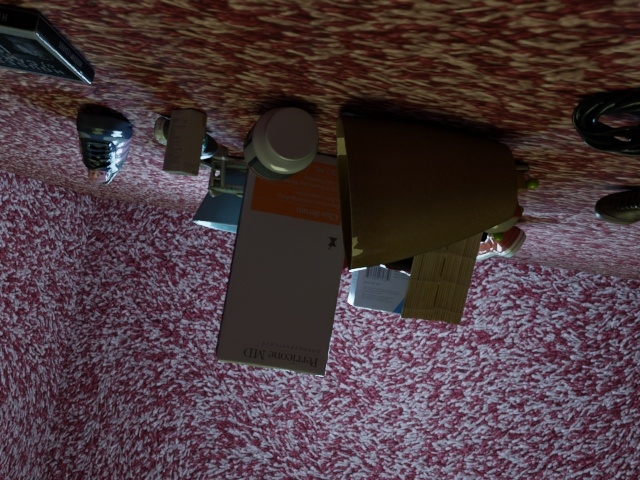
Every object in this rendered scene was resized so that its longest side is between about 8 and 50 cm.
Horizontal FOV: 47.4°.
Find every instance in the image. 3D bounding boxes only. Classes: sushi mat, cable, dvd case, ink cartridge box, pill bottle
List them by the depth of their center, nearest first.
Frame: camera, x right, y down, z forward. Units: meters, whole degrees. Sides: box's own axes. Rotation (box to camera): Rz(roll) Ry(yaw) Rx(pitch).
[{"bbox_3d":[0.385,-0.130,0.839,0.184,0.047,0.150,10,176,1],"label":"cable"},{"bbox_3d":[-0.430,-0.272,0.993,0.179,0.029,0.238,10,176,0],"label":"dvd case"},{"bbox_3d":[-0.061,-0.156,1.173,0.108,0.108,0.180,11,177,-13],"label":"pill bottle"},{"bbox_3d":[0.281,0.033,1.631,0.151,0.316,0.019,10,-171,-13],"label":"sushi mat"},{"bbox_3d":[0.212,0.040,1.970,0.223,0.307,0.129,10,179,-5],"label":"ink cartridge box"}]

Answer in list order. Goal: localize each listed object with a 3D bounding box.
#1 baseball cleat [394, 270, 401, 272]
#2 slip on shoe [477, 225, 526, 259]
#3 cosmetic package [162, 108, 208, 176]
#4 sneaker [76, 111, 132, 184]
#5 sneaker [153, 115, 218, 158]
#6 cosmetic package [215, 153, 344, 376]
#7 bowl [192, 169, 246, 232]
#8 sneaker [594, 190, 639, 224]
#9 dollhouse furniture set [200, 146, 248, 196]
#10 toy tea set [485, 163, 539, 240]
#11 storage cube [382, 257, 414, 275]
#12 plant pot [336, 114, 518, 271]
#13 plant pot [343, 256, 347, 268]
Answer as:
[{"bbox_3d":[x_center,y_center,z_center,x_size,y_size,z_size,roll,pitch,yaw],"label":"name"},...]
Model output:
[{"bbox_3d":[0.205,-0.024,1.866,0.109,0.206,0.072,-27,-160,-27],"label":"baseball cleat"},{"bbox_3d":[0.482,-0.013,2.098,0.101,0.123,0.331,37,176,-5],"label":"slip on shoe"},{"bbox_3d":[-0.244,-0.176,1.312,0.060,0.115,0.041,8,177,41],"label":"cosmetic package"},{"bbox_3d":[-0.461,-0.190,1.555,0.112,0.131,0.319,11,176,-8],"label":"sneaker"},{"bbox_3d":[-0.248,-0.198,1.434,0.076,0.065,0.166,3,175,31],"label":"sneaker"},{"bbox_3d":[-0.074,0.040,1.548,0.230,0.453,0.161,9,175,-8],"label":"cosmetic package"},{"bbox_3d":[-0.180,-0.100,1.976,0.311,0.163,0.311,9,177,0],"label":"bowl"},{"bbox_3d":[0.577,-0.071,1.287,0.188,0.066,0.071,1,155,37],"label":"sneaker"},{"bbox_3d":[-0.190,-0.150,1.688,0.182,0.101,0.161,8,176,22],"label":"dollhouse furniture set"},{"bbox_3d":[0.230,-0.051,1.349,0.336,0.124,0.200,-8,175,11],"label":"toy tea set"},{"bbox_3d":[0.218,-0.027,1.726,0.184,0.215,0.193,10,-177,-17],"label":"storage cube"},{"bbox_3d":[0.159,-0.082,1.112,0.254,0.237,0.237,-5,177,-2],"label":"plant pot"},{"bbox_3d":[0.000,0.000,1.735,0.174,0.191,0.191,-14,178,-5],"label":"plant pot"}]
